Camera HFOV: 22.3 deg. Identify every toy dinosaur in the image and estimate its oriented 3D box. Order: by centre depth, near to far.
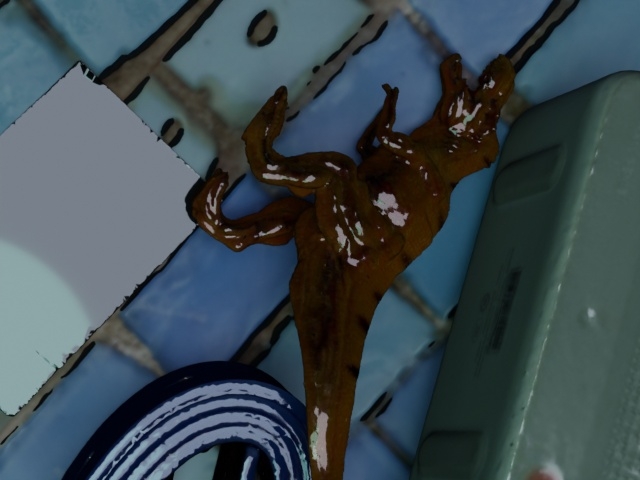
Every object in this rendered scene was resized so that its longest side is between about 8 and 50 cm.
[{"bbox_3d":[0.000,0.000,1.242,0.208,0.097,0.432,29,67,0],"label":"toy dinosaur"}]

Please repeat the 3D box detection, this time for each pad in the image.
[{"bbox_3d":[-0.216,-0.001,1.273,0.243,0.004,0.163,-46,100,-5],"label":"pad"}]

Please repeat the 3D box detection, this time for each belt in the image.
[{"bbox_3d":[-0.117,0.262,1.255,0.212,0.117,0.347,24,90,-13],"label":"belt"}]

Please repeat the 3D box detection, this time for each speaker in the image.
[{"bbox_3d":[0.205,0.079,1.225,0.183,0.184,0.406,19,78,-10],"label":"speaker"}]
